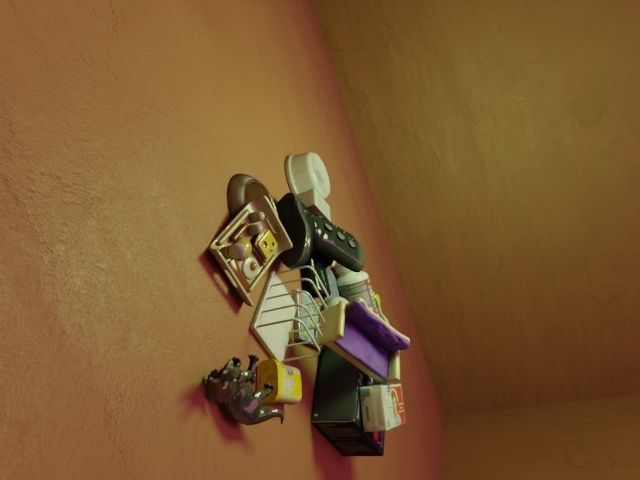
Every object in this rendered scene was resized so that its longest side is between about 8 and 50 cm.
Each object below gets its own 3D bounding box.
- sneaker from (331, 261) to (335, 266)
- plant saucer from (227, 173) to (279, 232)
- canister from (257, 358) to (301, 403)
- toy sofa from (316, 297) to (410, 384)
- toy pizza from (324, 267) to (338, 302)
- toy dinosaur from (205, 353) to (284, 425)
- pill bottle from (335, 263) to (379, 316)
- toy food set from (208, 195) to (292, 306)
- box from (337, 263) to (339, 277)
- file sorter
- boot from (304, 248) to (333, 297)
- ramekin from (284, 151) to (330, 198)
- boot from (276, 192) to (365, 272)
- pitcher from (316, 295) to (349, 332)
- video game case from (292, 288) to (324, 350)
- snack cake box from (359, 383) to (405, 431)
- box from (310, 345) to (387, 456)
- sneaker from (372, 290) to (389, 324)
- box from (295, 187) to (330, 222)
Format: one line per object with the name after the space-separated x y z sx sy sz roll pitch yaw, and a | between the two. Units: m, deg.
0.027 0.060 2.066 0.061 0.054 0.152 0 69 -60 | sneaker
-0.226 -0.100 1.506 0.311 0.050 0.310 -17 90 -71 | plant saucer
-0.125 0.451 1.315 0.170 0.074 0.126 45 35 -56 | canister
0.168 0.374 1.519 0.362 0.177 0.150 42 38 -29 | toy sofa
0.036 0.224 1.980 0.201 0.032 0.201 -15 90 -70 | toy pizza
-0.207 0.411 1.111 0.160 0.121 0.313 -58 135 -49 | toy dinosaur
0.174 0.260 2.108 0.176 0.177 0.318 -13 88 -70 | pill bottle
-0.203 0.027 1.327 0.219 0.093 0.306 63 37 -27 | toy food set
0.148 0.160 2.314 0.190 0.045 0.184 46 31 -51 | box
-0.088 0.246 1.426 0.277 0.173 0.192 -78 147 -54 | file sorter
0.001 0.154 1.843 0.247 0.094 0.207 17 55 -59 | boot
-0.052 -0.300 2.005 0.273 0.127 0.272 -16 90 -71 | ramekin
0.020 0.038 1.743 0.445 0.146 0.366 36 35 -40 | boot
0.058 0.328 1.763 0.207 0.178 0.125 -110 -154 -60 | pitcher
-0.034 0.335 1.718 0.285 0.025 0.203 43 37 -55 | video game case
0.240 0.628 1.584 0.264 0.089 0.152 33 47 -59 | snack cake box
0.131 0.631 1.674 0.312 0.179 0.343 58 30 -36 | box
0.321 0.461 2.490 0.121 0.111 0.299 -24 92 -60 | sneaker
-0.047 -0.141 1.893 0.170 0.130 0.090 43 37 -54 | box
